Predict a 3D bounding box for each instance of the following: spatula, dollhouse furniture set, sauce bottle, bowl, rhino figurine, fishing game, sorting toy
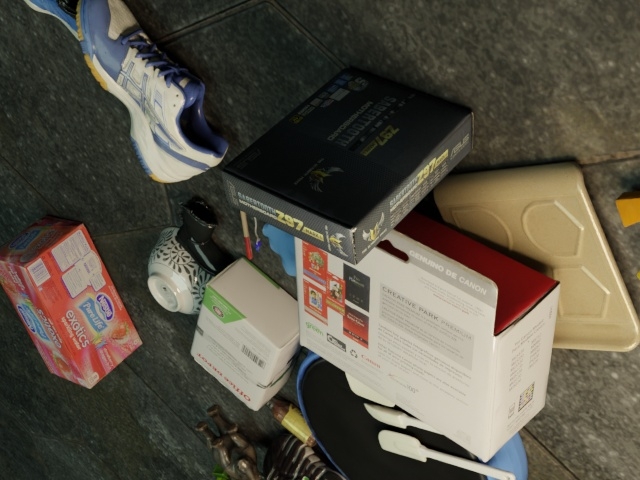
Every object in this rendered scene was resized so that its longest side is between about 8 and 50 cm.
[{"bbox_3d":[0.147,0.255,1.426,0.242,0.019,0.168,7,127,45],"label":"spatula"},{"bbox_3d":[-0.158,0.489,2.127,0.076,0.058,0.152,-6,138,42],"label":"dollhouse furniture set"},{"bbox_3d":[-0.053,0.309,1.816,0.128,0.042,0.042,37,144,16],"label":"sauce bottle"},{"bbox_3d":[0.125,0.291,1.571,0.391,0.077,0.391,29,142,26],"label":"bowl"},{"bbox_3d":[-0.159,0.403,1.950,0.106,0.073,0.243,63,165,-23],"label":"rhino figurine"},{"bbox_3d":[0.000,0.000,1.459,0.264,0.041,0.189,17,136,26],"label":"fishing game"},{"bbox_3d":[0.283,0.018,1.166,0.307,0.041,0.229,-3,117,49],"label":"sorting toy"},{"bbox_3d":[-0.239,0.068,1.753,0.170,0.080,0.170,30,142,27],"label":"bowl"}]

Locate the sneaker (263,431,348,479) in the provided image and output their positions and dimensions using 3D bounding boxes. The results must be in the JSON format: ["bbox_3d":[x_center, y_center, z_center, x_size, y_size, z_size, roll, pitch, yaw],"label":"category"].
[{"bbox_3d":[0.016,0.442,1.825,0.162,0.106,0.281,32,177,-30],"label":"sneaker"}]

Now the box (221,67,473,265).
[{"bbox_3d":[0.034,-0.091,1.156,0.183,0.232,0.059,26,143,30],"label":"box"}]

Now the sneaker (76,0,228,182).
[{"bbox_3d":[-0.226,-0.227,1.452,0.131,0.112,0.296,-11,118,33],"label":"sneaker"}]

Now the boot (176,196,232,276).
[{"bbox_3d":[-0.181,-0.006,1.650,0.121,0.045,0.099,42,143,12],"label":"boot"}]

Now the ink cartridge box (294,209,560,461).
[{"bbox_3d":[0.120,0.065,1.243,0.309,0.130,0.272,29,138,34],"label":"ink cartridge box"}]

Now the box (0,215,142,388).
[{"bbox_3d":[-0.495,0.118,2.025,0.142,0.154,0.300,11,133,43],"label":"box"}]

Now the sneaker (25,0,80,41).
[{"bbox_3d":[-0.376,-0.356,1.504,0.152,0.058,0.084,40,151,4],"label":"sneaker"}]

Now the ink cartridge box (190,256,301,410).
[{"bbox_3d":[-0.116,0.156,1.690,0.160,0.092,0.219,40,145,13],"label":"ink cartridge box"}]
